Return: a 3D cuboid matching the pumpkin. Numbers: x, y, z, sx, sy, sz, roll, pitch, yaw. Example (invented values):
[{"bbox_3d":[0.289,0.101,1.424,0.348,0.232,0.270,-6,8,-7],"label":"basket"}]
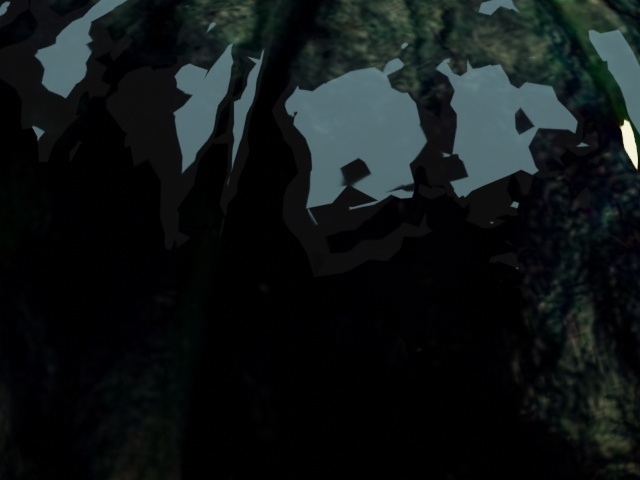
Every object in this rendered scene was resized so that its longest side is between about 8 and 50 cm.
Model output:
[{"bbox_3d":[0.000,0.000,0.595,0.363,0.266,0.363,5,38,-4],"label":"pumpkin"}]
